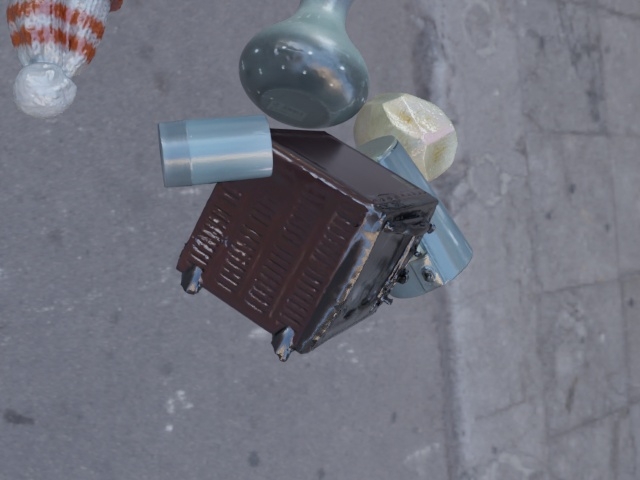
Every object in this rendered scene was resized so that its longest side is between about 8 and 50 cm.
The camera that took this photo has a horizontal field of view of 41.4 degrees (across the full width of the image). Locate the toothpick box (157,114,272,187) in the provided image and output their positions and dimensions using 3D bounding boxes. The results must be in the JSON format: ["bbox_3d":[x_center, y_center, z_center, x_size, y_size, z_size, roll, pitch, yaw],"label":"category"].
[{"bbox_3d":[-0.083,-0.070,0.660,0.083,0.052,0.052,-6,92,-11],"label":"toothpick box"}]

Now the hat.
[{"bbox_3d":[-0.240,-0.183,0.757,0.112,0.093,0.162,5,79,-3],"label":"hat"}]

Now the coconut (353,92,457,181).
[{"bbox_3d":[0.176,-0.213,1.858,0.237,0.197,0.236,14,55,-21],"label":"coconut"}]

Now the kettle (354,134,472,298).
[{"bbox_3d":[0.125,-0.034,1.372,0.243,0.160,0.210,58,15,-20],"label":"kettle"}]

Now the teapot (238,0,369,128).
[{"bbox_3d":[-0.006,-0.290,1.195,0.183,0.184,0.250,33,62,-38],"label":"teapot"}]

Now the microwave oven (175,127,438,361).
[{"bbox_3d":[0.000,-0.002,0.904,0.178,0.188,0.247,-59,166,16],"label":"microwave oven"}]
